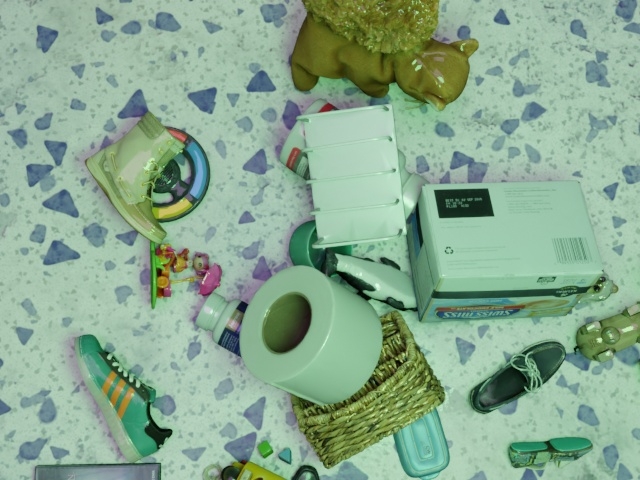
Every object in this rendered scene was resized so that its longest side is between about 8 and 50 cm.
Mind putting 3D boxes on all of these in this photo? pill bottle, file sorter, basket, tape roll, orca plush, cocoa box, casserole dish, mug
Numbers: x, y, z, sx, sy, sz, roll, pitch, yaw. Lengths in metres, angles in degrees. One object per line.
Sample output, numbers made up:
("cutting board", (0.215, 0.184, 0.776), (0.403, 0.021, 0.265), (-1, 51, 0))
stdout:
("pill bottle", (-0.177, 0.195, 1.781), (0.186, 0.112, 0.112), (28, 81, 3))
("file sorter", (0.063, -0.133, 1.640), (0.192, 0.173, 0.278), (-6, 94, 9))
("basket", (0.085, 0.311, 1.694), (0.299, 0.213, 0.223), (-30, 82, 8))
("tape roll", (-0.020, 0.192, 1.622), (0.246, 0.169, 0.246), (-21, 54, 32))
("orca plush", (0.106, 0.113, 1.785), (0.287, 0.102, 0.151), (12, 40, -38))
("cocoa box", (0.380, 0.026, 1.724), (0.346, 0.228, 0.232), (-2, 60, -6))
("pill bottle", (0.081, -0.164, 1.811), (0.318, 0.176, 0.176), (35, 82, 4))
("casserole dish", (0.223, 0.441, 1.791), (0.114, 0.037, 0.189), (-15, 83, -3))
("mug", (0.002, 0.010, 1.815), (0.158, 0.097, 0.130), (-44, 113, -30))

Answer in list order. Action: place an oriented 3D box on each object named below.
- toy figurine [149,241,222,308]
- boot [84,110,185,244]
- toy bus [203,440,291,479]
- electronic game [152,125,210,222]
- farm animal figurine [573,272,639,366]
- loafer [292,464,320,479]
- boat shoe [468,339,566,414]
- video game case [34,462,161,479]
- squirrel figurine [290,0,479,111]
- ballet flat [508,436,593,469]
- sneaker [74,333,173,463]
("toy figurine", (-0.303, 0.069, 1.816), (0.159, 0.130, 0.173), (-1, 56, -15))
("boot", (-0.376, -0.142, 1.790), (0.203, 0.095, 0.262), (-39, 74, 0))
("toy bus", (-0.146, 0.521, 1.700), (0.202, 0.104, 0.191), (-19, 57, -4))
("electronic game", (-0.370, -0.154, 1.863), (0.229, 0.048, 0.230), (0, 81, -1))
("farm animal figurine", (0.719, 0.210, 1.781), (0.326, 0.172, 0.331), (-7, 81, 12))
("loafer", (-0.045, 0.602, 1.736), (0.076, 0.078, 0.223), (13, 81, 0))
("boat shoe", (0.446, 0.303, 1.795), (0.254, 0.079, 0.095), (-26, 82, -5))
("video game case", (-0.488, 0.590, 1.756), (0.274, 0.026, 0.196), (0, 81, -2))
("squirrel figurine", (0.150, -0.435, 1.746), (0.370, 0.397, 0.281), (32, 77, 12))
("ballet flat", (0.511, 0.477, 1.786), (0.188, 0.070, 0.070), (-2, 81, 0))
("sneaker", (-0.429, 0.328, 1.762), (0.121, 0.108, 0.302), (-28, 91, -6))
